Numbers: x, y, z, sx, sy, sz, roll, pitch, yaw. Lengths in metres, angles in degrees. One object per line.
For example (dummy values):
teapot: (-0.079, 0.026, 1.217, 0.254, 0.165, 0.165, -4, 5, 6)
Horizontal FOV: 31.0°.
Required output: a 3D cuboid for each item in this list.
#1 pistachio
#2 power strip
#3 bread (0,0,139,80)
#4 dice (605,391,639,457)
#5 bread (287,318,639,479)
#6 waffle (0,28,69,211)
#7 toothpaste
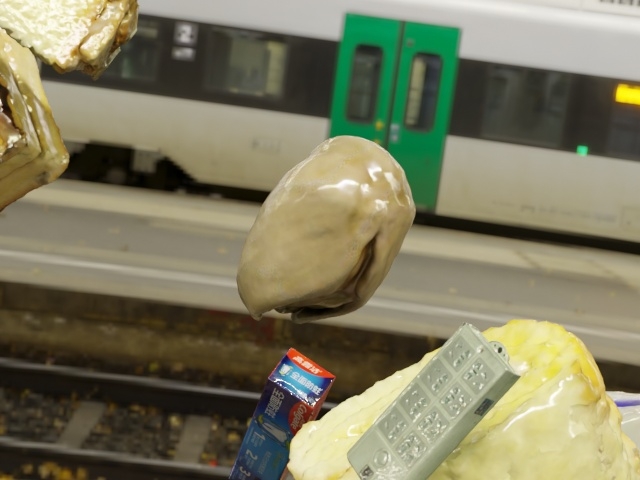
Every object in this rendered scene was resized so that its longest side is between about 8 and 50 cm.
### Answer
pistachio: (0.000, 0.000, 1.121, 0.137, 0.238, 0.153, 13, 39, -25)
power strip: (0.063, 0.112, 0.700, 0.019, 0.136, 0.051, 31, 15, -46)
bread: (-0.239, -0.195, 1.005, 0.147, 0.127, 0.152, 32, -28, -8)
dice: (0.312, 0.322, 1.457, 0.251, 0.243, 0.259, -4, 2, -31)
bread: (0.158, 0.260, 0.858, 0.236, 0.375, 0.165, -26, 23, 0)
waffle: (-0.413, -0.092, 1.146, 0.308, 0.213, 0.091, -29, -20, 15)
toothpaste: (-0.060, 0.271, 1.638, 0.076, 0.320, 0.066, 33, 52, 8)
